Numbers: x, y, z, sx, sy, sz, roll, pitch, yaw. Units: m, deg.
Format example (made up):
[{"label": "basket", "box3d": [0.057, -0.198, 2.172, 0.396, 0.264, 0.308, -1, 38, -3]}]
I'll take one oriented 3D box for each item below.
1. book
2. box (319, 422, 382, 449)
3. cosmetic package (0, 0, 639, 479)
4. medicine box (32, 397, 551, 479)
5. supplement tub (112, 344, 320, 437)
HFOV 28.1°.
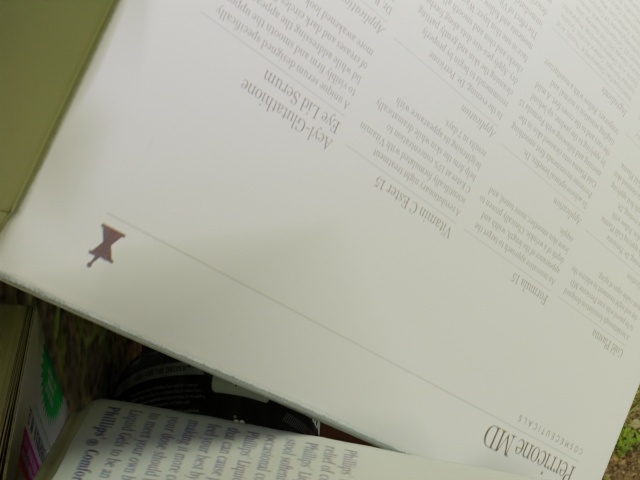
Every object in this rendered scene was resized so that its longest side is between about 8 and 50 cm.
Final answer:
[{"label": "book", "box3d": [-0.127, 0.110, 0.494, 0.096, 0.035, 0.144, 90, 3, -54]}, {"label": "box", "box3d": [0.017, 0.110, 1.117, 0.203, 0.167, 0.168, 80, 11, -53]}, {"label": "cosmetic package", "box3d": [0.043, -0.060, 0.533, 0.377, 0.097, 0.284, 32, 77, -46]}, {"label": "medicine box", "box3d": [0.023, 0.226, 0.465, 0.149, 0.289, 0.263, -75, 175, -64]}, {"label": "supplement tub", "box3d": [-0.060, 0.133, 0.678, 0.117, 0.117, 0.190, 80, 12, -55]}]
